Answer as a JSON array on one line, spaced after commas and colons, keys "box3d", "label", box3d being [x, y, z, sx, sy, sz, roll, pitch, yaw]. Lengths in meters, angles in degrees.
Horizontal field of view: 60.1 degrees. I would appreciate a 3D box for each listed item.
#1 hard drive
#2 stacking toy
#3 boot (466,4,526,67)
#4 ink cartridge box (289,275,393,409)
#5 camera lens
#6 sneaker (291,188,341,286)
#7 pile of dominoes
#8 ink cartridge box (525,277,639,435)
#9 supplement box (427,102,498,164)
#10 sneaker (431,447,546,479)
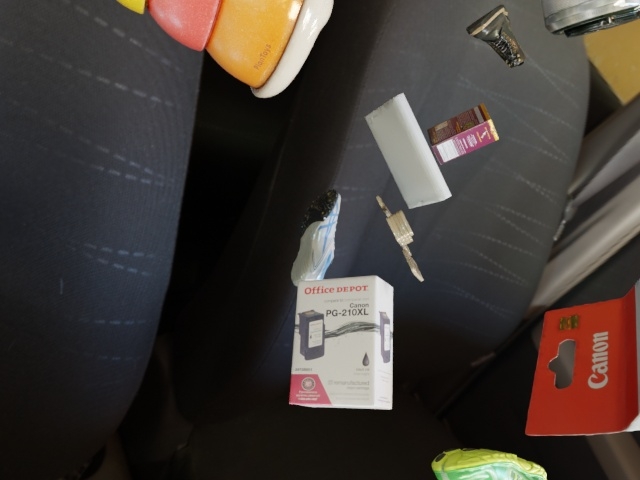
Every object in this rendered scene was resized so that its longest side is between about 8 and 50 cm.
[{"box3d": [0.244, -0.246, 1.579, 0.040, 0.203, 0.308, -29, 96, -19], "label": "hard drive"}, {"box3d": [-0.228, -0.452, 0.844, 0.479, 0.351, 0.351, 14, 43, -22], "label": "stacking toy"}, {"box3d": [0.389, -0.424, 1.182, 0.137, 0.077, 0.198, 59, 42, -9], "label": "boot"}, {"box3d": [0.043, 0.193, 1.050, 0.100, 0.172, 0.237, 36, 53, -57], "label": "ink cartridge box"}, {"box3d": [0.553, -0.569, 1.116, 0.219, 0.219, 0.274, -29, 109, -57], "label": "camera lens"}, {"box3d": [0.000, 0.000, 1.253, 0.086, 0.085, 0.237, 24, 79, -42], "label": "sneaker"}, {"box3d": [0.204, -0.004, 1.294, 0.196, 0.040, 0.251, 66, 10, 15], "label": "pile of dominoes"}, {"box3d": [0.478, 0.119, 0.777, 0.091, 0.385, 0.308, 59, 38, -15], "label": "ink cartridge box"}, {"box3d": [0.434, -0.325, 1.695, 0.081, 0.188, 0.104, 53, 23, -34], "label": "supplement box"}, {"box3d": [0.327, 0.460, 1.029, 0.295, 0.109, 0.124, 25, 61, -30], "label": "sneaker"}]
